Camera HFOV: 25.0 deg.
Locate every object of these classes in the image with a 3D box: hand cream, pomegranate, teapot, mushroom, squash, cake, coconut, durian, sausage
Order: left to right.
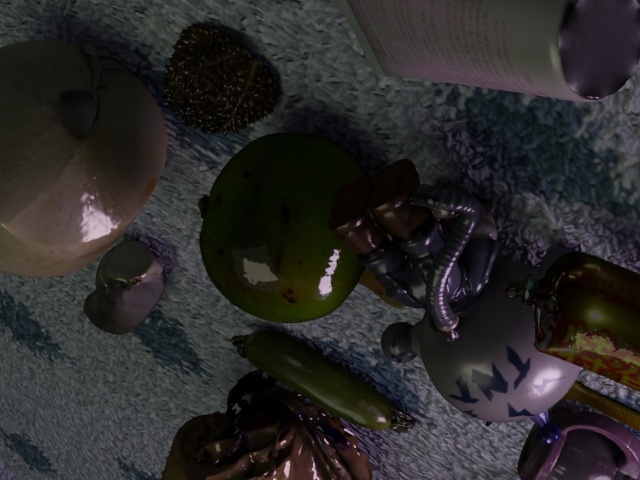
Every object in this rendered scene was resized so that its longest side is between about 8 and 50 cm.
[{"bbox_3d":[-0.361,-0.109,1.896,0.323,0.323,0.323,29,150,19],"label":"coconut"},{"bbox_3d":[-0.321,0.087,2.334,0.109,0.097,0.351,40,154,0],"label":"mushroom"},{"bbox_3d":[-0.138,-0.176,1.749,0.148,0.091,0.188,41,153,-2],"label":"durian"},{"bbox_3d":[-0.077,0.352,2.288,0.332,0.332,0.321,31,113,15],"label":"cake"},{"bbox_3d":[-0.004,0.205,2.159,0.318,0.071,0.080,27,-166,18],"label":"squash"},{"bbox_3d":[0.000,0.000,1.732,0.302,0.236,0.236,21,156,-17],"label":"pomegranate"},{"bbox_3d":[0.139,-0.211,1.381,0.359,0.118,0.185,18,149,47],"label":"hand cream"},{"bbox_3d":[0.341,0.275,1.841,0.146,0.116,0.148,25,109,0],"label":"teapot"},{"bbox_3d":[0.344,0.098,1.497,0.317,0.117,0.125,23,118,6],"label":"sausage"}]

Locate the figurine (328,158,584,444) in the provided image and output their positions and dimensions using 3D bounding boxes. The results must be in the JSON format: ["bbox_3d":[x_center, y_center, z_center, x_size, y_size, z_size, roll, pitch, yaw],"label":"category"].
[{"bbox_3d":[0.163,0.066,1.644,0.261,0.186,0.382,-17,125,40],"label":"figurine"}]

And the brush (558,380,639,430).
[{"bbox_3d":[0.346,0.200,1.806,0.218,0.010,0.082,24,147,23],"label":"brush"}]
